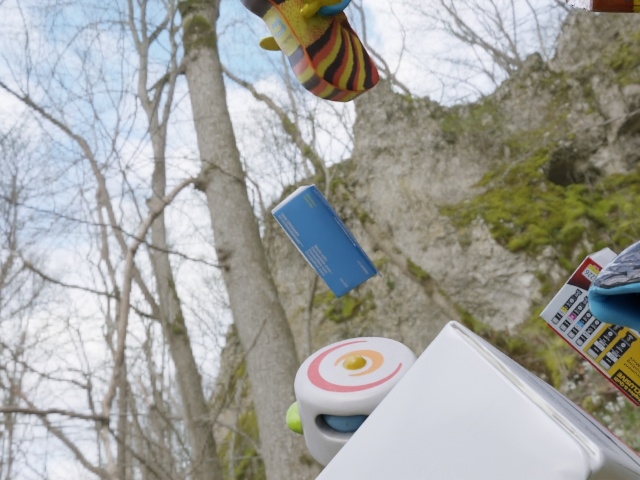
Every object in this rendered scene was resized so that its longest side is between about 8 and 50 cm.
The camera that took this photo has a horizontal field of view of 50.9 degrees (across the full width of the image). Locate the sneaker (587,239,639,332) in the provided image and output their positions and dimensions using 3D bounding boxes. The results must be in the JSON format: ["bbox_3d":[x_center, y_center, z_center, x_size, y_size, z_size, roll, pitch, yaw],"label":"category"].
[{"bbox_3d":[0.376,0.106,0.546,0.139,0.341,0.125,-24,-54,-17],"label":"sneaker"}]

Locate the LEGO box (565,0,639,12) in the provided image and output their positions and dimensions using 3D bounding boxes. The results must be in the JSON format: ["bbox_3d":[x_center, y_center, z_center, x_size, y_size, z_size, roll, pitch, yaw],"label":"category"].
[{"bbox_3d":[0.674,-0.463,1.061,0.499,0.372,0.193,5,-68,12],"label":"LEGO box"}]

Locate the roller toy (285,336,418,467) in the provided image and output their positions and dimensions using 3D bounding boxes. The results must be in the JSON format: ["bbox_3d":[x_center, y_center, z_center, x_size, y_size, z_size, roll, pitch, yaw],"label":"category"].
[{"bbox_3d":[0.063,0.235,1.006,0.209,0.191,0.146,-19,-69,-24],"label":"roller toy"}]

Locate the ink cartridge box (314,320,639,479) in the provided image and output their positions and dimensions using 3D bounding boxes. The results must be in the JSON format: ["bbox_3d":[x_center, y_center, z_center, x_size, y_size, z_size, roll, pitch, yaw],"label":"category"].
[{"bbox_3d":[0.115,0.194,0.445,0.197,0.114,0.273,-51,-42,5],"label":"ink cartridge box"}]

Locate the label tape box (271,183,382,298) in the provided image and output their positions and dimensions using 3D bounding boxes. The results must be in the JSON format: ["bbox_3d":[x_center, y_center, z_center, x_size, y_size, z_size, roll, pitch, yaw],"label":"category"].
[{"bbox_3d":[0.000,0.000,1.507,0.106,0.241,0.333,-37,6,-2],"label":"label tape box"}]

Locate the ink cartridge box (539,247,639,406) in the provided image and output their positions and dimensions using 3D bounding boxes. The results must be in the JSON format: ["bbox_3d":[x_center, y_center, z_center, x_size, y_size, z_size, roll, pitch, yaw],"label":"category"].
[{"bbox_3d":[0.699,0.224,1.591,0.130,0.309,0.272,-13,-40,-45],"label":"ink cartridge box"}]

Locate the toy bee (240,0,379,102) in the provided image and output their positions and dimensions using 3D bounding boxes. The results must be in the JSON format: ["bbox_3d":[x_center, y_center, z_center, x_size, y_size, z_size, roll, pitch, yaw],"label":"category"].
[{"bbox_3d":[-0.049,-0.311,0.885,0.162,0.298,0.195,-23,-18,-24],"label":"toy bee"}]
